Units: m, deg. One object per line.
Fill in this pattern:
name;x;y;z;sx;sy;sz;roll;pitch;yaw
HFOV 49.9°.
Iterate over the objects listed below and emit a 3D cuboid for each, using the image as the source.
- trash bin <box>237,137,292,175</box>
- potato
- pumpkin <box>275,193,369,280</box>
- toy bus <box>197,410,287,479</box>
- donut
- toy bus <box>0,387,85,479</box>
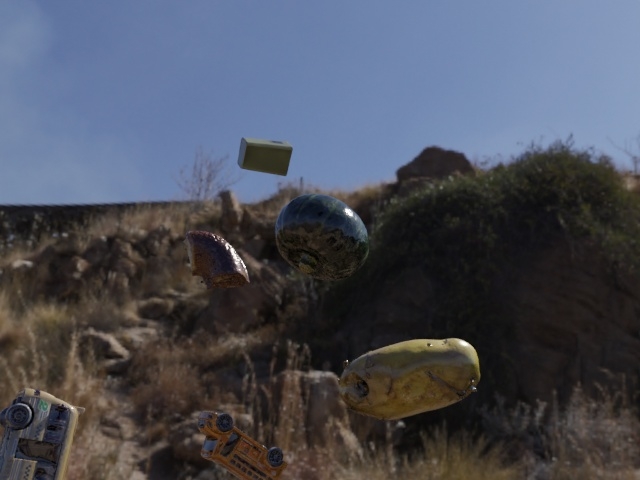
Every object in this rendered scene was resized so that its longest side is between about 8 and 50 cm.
trash bin;-0.106;-0.159;1.302;0.092;0.060;0.043;3;24;-25
potato;0.186;0.290;1.447;0.300;0.140;0.173;-11;-46;3
pumpkin;0.001;-0.003;1.167;0.167;0.125;0.167;14;-54;21
toy bus;-0.165;0.413;1.352;0.194;0.088;0.083;40;-28;-17
donut;-0.287;0.042;1.856;0.144;0.186;0.126;-18;-18;-10
toy bus;-0.604;0.462;1.432;0.157;0.289;0.139;19;-26;-27
